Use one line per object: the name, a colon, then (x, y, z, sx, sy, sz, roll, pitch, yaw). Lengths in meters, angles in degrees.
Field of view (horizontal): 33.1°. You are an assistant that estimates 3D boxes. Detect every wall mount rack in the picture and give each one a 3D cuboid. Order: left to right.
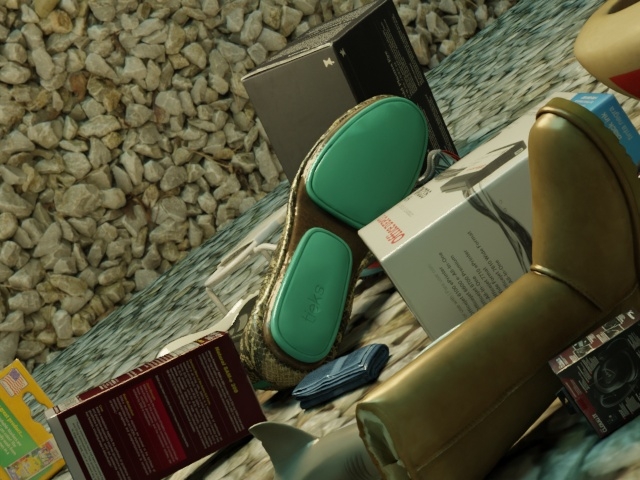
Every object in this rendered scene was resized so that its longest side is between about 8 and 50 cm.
wall mount rack: (-0.048, 0.010, 1.980, 0.304, 0.130, 0.350, -33, 9, 37)

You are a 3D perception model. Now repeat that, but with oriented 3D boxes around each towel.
towel: (0.024, 0.157, 1.273, 0.119, 0.029, 0.067, -30, 11, 34)

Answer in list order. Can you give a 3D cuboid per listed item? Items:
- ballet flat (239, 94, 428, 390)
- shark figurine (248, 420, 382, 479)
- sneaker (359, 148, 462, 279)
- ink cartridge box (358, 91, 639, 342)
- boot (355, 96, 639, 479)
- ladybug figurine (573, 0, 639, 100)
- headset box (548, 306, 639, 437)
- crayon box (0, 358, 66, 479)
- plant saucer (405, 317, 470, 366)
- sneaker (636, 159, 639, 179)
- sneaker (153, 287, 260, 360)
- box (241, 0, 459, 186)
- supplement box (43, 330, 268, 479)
ballet flat: (0.000, 0.000, 1.500, 0.182, 0.164, 0.482, -37, 24, 55)
shark figurine: (-0.037, 0.220, 0.920, 0.278, 0.116, 0.166, -42, 4, -10)
sneaker: (0.111, -0.042, 1.641, 0.262, 0.125, 0.104, -37, 9, -5)
ink cartridge box: (0.210, -0.033, 1.244, 0.307, 0.129, 0.223, -36, 10, 2)
boot: (0.137, 0.057, 0.818, 0.269, 0.236, 0.089, -36, 26, -18)
ladybug figurine: (0.511, -0.286, 1.318, 0.305, 0.162, 0.449, -40, 10, -27)
headset box: (0.214, 0.099, 0.792, 0.083, 0.062, 0.032, -35, 9, 8)
crayon box: (-0.590, 0.377, 1.828, 0.323, 0.203, 0.083, -38, 10, -18)
plant saucer: (0.141, 0.124, 1.001, 0.195, 0.037, 0.195, -34, 10, 7)
sneaker: (0.329, -0.036, 0.899, 0.299, 0.112, 0.121, -25, 14, 45)
sneaker: (-0.101, 0.164, 1.570, 0.124, 0.107, 0.283, 15, 34, 38)
box: (0.065, -0.195, 1.820, 0.179, 0.343, 0.312, -17, 17, 28)
supplement box: (-0.200, 0.217, 1.317, 0.239, 0.130, 0.073, -24, 5, -16)
